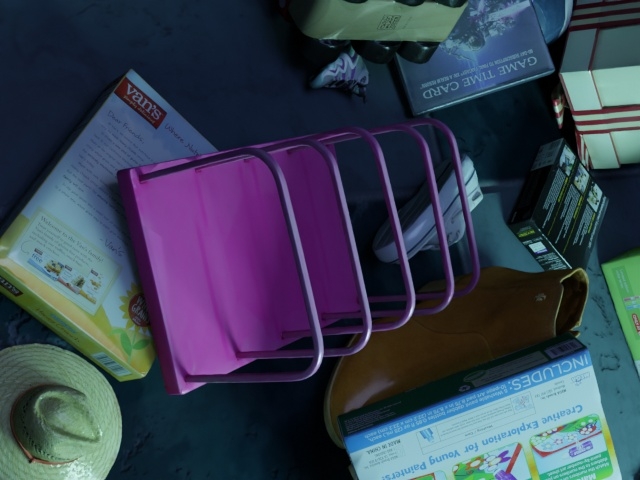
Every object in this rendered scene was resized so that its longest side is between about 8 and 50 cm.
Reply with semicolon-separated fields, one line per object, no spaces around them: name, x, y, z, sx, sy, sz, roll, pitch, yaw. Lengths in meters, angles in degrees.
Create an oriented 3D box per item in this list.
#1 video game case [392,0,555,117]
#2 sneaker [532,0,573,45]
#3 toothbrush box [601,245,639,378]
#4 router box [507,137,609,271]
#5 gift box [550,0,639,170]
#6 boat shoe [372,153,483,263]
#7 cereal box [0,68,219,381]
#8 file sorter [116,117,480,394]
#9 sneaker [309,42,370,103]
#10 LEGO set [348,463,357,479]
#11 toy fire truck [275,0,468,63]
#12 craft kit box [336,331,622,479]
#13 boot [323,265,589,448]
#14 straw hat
video game case;0.169;-0.319;1.129;0.196;0.026;0.274;-18;89;-2
sneaker;0.261;-0.429;1.272;0.236;0.130;0.322;-14;81;-53
toothbrush box;0.593;0.087;1.274;0.122;0.283;0.206;-18;88;-43
router box;0.351;-0.042;1.264;0.133;0.046;0.178;47;52;-21
gift box;0.503;-0.247;1.328;0.276;0.258;0.255;59;44;-42
boat shoe;0.146;-0.026;1.055;0.075;0.083;0.226;55;48;-12
cereal box;-0.177;-0.018;0.794;0.173;0.047;0.240;44;51;-24
file sorter;0.000;0.000;0.808;0.291;0.182;0.202;-19;99;-51
sneaker;0.032;-0.189;1.038;0.069;0.038;0.098;54;50;-13
LEGO set;0.162;0.261;0.968;0.287;0.132;0.107;11;48;-8
toy fire truck;0.044;-0.352;1.031;0.217;0.158;0.246;-8;56;-32
craft kit box;0.171;0.246;0.860;0.250;0.061;0.246;-19;104;-2
boot;0.153;0.113;0.924;0.295;0.211;0.104;-43;113;-41
straw hat;-0.213;0.148;0.703;0.145;0.061;0.144;15;66;-37
